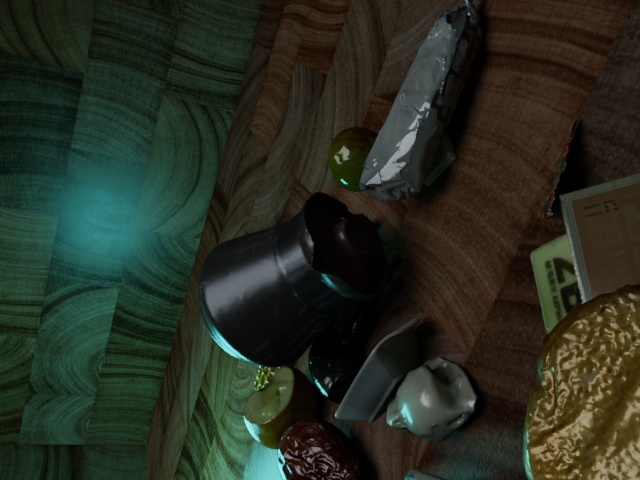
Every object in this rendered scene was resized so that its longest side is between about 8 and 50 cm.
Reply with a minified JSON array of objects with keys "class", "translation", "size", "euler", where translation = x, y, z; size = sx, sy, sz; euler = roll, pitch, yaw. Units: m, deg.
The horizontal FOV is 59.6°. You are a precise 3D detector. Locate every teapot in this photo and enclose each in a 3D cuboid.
[{"class":"teapot","translation":[-0.036,0.069,1.201],"size":[0.362,0.376,0.305],"euler":[-33,91,33]}]

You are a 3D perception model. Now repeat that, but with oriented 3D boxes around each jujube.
[{"class":"jujube","translation":[0.008,0.481,1.197],"size":[0.236,0.168,0.168],"euler":[9,89,50]}]

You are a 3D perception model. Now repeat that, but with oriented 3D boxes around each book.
[{"class":"book","translation":[0.382,0.033,0.639],"size":[0.170,0.018,0.241],"euler":[-17,62,34]}]

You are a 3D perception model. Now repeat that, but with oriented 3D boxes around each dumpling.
[{"class":"dumpling","translation":[0.186,0.266,0.967],"size":[0.176,0.092,0.150],"euler":[119,166,-51]}]

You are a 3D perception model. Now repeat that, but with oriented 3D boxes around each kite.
[{"class":"kite","translation":[0.336,-0.073,0.803],"size":[0.125,0.008,0.222],"euler":[85,-151,-50]}]

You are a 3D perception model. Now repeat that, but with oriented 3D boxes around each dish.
[{"class":"dish","translation":[0.129,0.251,1.052],"size":[0.064,0.154,0.234],"euler":[38,123,26]}]

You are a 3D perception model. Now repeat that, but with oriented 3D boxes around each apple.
[{"class":"apple","translation":[-0.097,0.422,1.407],"size":[0.195,0.160,0.173],"euler":[-40,44,-10]}]

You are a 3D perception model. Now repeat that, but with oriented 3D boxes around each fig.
[{"class":"fig","translation":[0.109,-0.197,1.268],"size":[0.186,0.148,0.142],"euler":[-15,44,22]}]

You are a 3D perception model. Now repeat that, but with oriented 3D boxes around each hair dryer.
[{"class":"hair dryer","translation":[0.082,0.162,1.256],"size":[0.359,0.120,0.303],"euler":[-59,16,19]}]

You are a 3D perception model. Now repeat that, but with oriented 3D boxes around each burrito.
[{"class":"burrito","translation":[0.208,-0.277,1.067],"size":[0.139,0.101,0.445],"euler":[35,103,55]}]

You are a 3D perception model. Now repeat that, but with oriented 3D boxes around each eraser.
[{"class":"eraser","translation":[0.346,0.075,0.728],"size":[0.117,0.058,0.172],"euler":[-41,46,54]}]

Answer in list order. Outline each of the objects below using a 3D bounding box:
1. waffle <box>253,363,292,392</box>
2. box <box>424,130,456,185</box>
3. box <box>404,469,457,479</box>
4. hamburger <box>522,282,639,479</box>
[{"class":"waffle","translation":[-0.136,0.410,1.624],"size":[0.249,0.056,0.253],"euler":[-52,35,46]},{"class":"box","translation":[0.221,-0.203,1.136],"size":[0.090,0.024,0.167],"euler":[-51,38,45]},{"class":"box","translation":[0.211,0.430,0.794],"size":[0.227,0.130,0.162],"euler":[-17,65,61]},{"class":"hamburger","translation":[0.351,0.183,0.495],"size":[0.314,0.170,0.289],"euler":[26,100,35]}]
